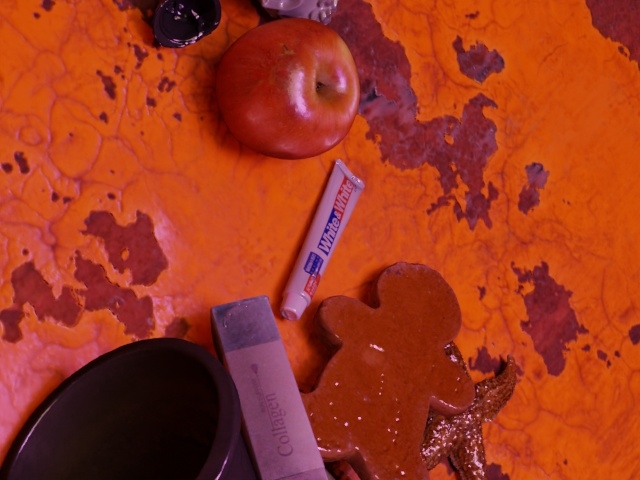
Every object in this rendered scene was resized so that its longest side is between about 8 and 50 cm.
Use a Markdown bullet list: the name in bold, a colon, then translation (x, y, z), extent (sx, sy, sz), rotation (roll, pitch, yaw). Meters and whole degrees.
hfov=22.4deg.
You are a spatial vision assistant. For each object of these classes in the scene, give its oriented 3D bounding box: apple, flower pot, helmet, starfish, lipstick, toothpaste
- **apple**: translation (-0.038, -0.168, 1.800), extent (0.163, 0.139, 0.163), rotation (4, 85, -45)
- **flower pot**: translation (-0.160, 0.243, 1.536), extent (0.166, 0.269, 0.269), rotation (55, 48, -41)
- **helmet**: translation (-0.155, -0.252, 1.786), extent (0.084, 0.049, 0.065), rotation (-24, 126, -14)
- **starfish**: translation (0.160, 0.192, 1.904), extent (0.240, 0.043, 0.227), rotation (-32, 98, -42)
- **lipstick**: translation (-0.042, 0.202, 1.627), extent (0.066, 0.068, 0.317), rotation (-12, 53, -11)
- **toothpaste**: translation (0.000, 0.000, 1.845), extent (0.052, 0.033, 0.218), rotation (43, 50, -25)

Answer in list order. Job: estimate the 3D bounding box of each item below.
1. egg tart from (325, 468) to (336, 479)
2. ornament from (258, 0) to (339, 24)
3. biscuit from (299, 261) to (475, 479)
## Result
- **egg tart**: translation (-0.026, 0.319, 1.670), extent (0.234, 0.094, 0.234), rotation (23, 54, -35)
- **ornament**: translation (-0.096, -0.334, 1.811), extent (0.285, 0.120, 0.130), rotation (22, 82, -32)
- **biscuit**: translation (0.075, 0.147, 1.810), extent (0.205, 0.049, 0.324), rotation (30, 48, -9)
